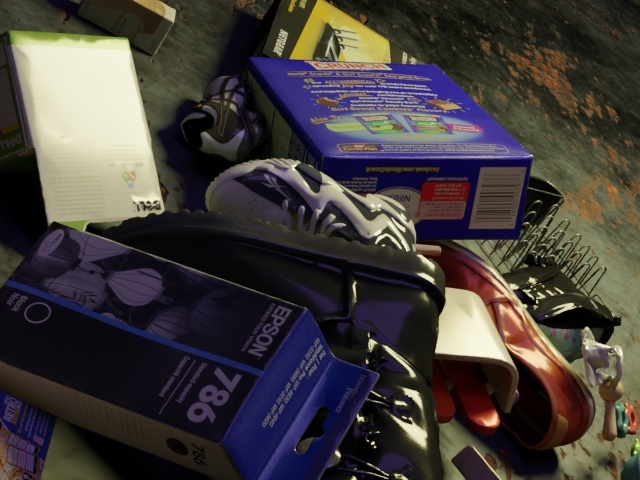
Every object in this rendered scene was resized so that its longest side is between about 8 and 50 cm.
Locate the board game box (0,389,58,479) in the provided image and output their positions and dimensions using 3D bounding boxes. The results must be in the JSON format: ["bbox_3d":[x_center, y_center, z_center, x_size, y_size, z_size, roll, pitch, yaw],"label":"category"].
[{"bbox_3d":[-0.319,0.158,1.383,0.193,0.045,0.147,29,27,-14],"label":"board game box"}]

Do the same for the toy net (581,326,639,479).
[{"bbox_3d":[0.360,0.196,2.001,0.122,0.045,0.232,-54,129,-57],"label":"toy net"}]

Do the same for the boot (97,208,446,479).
[{"bbox_3d":[-0.068,0.183,1.537,0.367,0.146,0.445,4,47,2],"label":"boot"}]

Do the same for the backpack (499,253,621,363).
[{"bbox_3d":[0.263,0.100,2.103,0.152,0.115,0.182,37,24,30],"label":"backpack"}]

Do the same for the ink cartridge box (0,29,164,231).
[{"bbox_3d":[-0.272,-0.086,1.814,0.189,0.097,0.255,-5,81,-54],"label":"ink cartridge box"}]

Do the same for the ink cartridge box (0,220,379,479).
[{"bbox_3d":[-0.130,0.102,1.474,0.332,0.065,0.165,18,51,17],"label":"ink cartridge box"}]

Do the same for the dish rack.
[{"bbox_3d":[0.299,0.012,2.339,0.208,0.074,0.271,10,36,-41],"label":"dish rack"}]

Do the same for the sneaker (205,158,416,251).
[{"bbox_3d":[0.000,0.000,1.766,0.235,0.094,0.153,21,23,-22],"label":"sneaker"}]

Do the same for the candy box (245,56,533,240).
[{"bbox_3d":[0.071,-0.115,2.078,0.268,0.122,0.317,0,27,-19],"label":"candy box"}]

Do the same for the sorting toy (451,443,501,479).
[{"bbox_3d":[0.203,0.337,1.504,0.257,0.089,0.255,50,-2,32],"label":"sorting toy"}]

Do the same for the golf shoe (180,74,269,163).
[{"bbox_3d":[-0.130,-0.156,2.102,0.094,0.077,0.198,4,23,-20],"label":"golf shoe"}]

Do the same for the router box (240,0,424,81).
[{"bbox_3d":[0.020,-0.228,2.397,0.243,0.081,0.309,31,26,-10],"label":"router box"}]

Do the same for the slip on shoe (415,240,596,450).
[{"bbox_3d":[0.181,0.113,1.987,0.331,0.123,0.101,48,32,13],"label":"slip on shoe"}]

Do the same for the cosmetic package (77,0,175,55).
[{"bbox_3d":[-0.252,-0.296,2.212,0.115,0.060,0.041,26,28,-15],"label":"cosmetic package"}]

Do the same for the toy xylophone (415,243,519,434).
[{"bbox_3d":[0.067,0.092,1.839,0.322,0.081,0.236,12,35,-17],"label":"toy xylophone"}]
